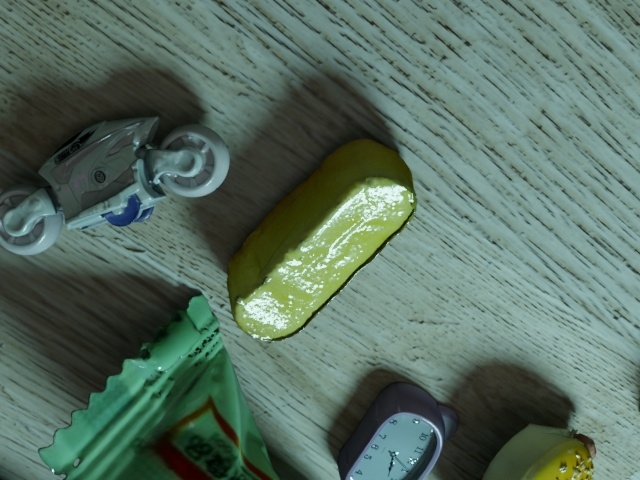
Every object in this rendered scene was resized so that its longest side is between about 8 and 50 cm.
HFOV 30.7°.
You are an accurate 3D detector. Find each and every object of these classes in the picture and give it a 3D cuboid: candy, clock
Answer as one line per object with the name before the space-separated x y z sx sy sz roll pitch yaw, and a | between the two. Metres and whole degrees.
candy | -0.119 0.289 1.284 0.172 0.263 0.398 -15 115 42
clock | 0.094 0.248 1.370 0.110 0.050 0.153 24 116 -15

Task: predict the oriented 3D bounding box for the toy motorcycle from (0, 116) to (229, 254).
toy motorcycle | -0.216 -0.063 1.168 0.254 0.112 0.112 -18 119 7

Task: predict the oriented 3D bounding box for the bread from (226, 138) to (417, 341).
bread | 0.000 0.000 1.206 0.102 0.094 0.245 32 115 -28

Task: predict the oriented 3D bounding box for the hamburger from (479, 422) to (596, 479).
hamburger | 0.246 0.311 1.355 0.116 0.173 0.210 28 121 25

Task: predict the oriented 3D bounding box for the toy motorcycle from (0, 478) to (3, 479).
toy motorcycle | -0.344 0.410 1.385 0.327 0.143 0.188 33 100 -3
